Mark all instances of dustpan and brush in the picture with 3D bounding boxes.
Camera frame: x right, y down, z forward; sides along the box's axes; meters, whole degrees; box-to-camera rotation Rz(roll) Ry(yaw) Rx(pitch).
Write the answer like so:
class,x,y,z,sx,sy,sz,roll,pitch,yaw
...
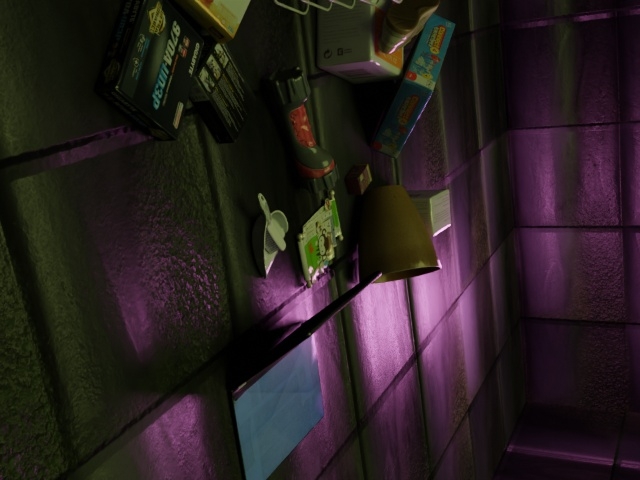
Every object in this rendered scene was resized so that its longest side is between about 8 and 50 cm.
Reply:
class,x,y,z,sx,sy,sz,roll,pitch,yaw
dustpan and brush,-0.117,-0.029,1.689,0.211,0.060,0.147,62,39,-43

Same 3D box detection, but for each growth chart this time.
class,x,y,z,sx,sy,sz,roll,pitch,yaw
growth chart,0.000,0.000,1.958,0.237,0.021,0.172,-53,137,-47

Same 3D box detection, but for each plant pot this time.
class,x,y,z,sx,sy,sz,roll,pitch,yaw
plant pot,0.206,-0.021,2.165,0.237,0.237,0.254,11,67,-62

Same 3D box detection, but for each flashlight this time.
class,x,y,z,sx,sy,sz,roll,pitch,yaw
flashlight,-0.035,-0.259,1.787,0.103,0.103,0.304,-31,129,-20

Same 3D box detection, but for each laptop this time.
class,x,y,z,sx,sy,sz,roll,pitch,yaw
laptop,-0.010,0.318,1.729,0.236,0.408,0.382,53,32,2

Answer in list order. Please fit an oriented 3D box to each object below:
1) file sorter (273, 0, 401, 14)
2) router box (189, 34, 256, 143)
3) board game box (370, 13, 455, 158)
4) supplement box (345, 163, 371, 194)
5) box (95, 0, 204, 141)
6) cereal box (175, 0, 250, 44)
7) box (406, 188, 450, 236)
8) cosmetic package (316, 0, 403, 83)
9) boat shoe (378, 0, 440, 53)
class,x,y,z,sx,sy,sz,roll,pitch,yaw
file sorter,0.043,-0.635,1.755,0.193,0.277,0.173,-8,100,-62
router box,-0.204,-0.305,1.533,0.179,0.046,0.133,61,39,-43
board game box,0.268,-0.449,2.217,0.308,0.086,0.302,116,-4,-56
supplement box,0.108,-0.172,2.134,0.083,0.043,0.055,-54,137,-49
box,-0.298,-0.314,1.349,0.175,0.051,0.220,43,53,-55
cereal box,-0.204,-0.531,1.485,0.173,0.047,0.240,39,55,-35
box,0.288,-0.086,2.332,0.182,0.181,0.119,-25,113,-60
cosmetic package,0.111,-0.667,2.007,0.230,0.161,0.453,0,89,-62
boat shoe,0.223,-0.578,1.958,0.302,0.109,0.098,-58,179,-45
